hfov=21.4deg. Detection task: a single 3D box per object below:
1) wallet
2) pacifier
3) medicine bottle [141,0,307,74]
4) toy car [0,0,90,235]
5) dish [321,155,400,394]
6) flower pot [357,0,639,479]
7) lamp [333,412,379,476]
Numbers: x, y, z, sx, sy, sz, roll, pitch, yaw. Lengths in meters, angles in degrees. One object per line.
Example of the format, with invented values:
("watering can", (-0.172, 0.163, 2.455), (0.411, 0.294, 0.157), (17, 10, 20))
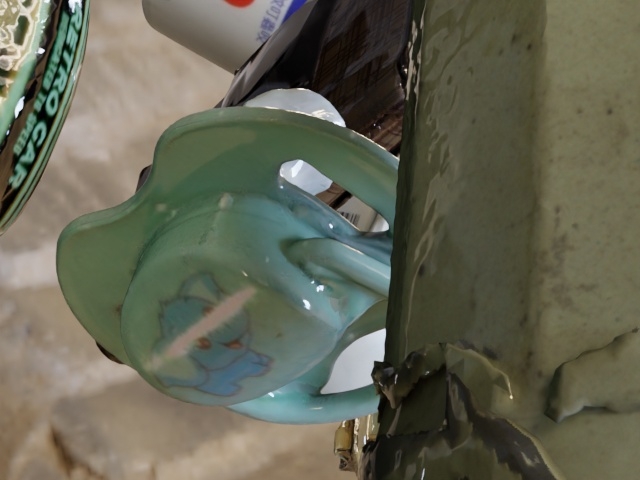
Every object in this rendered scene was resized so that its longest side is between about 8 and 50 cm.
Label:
("wallet", (-0.020, -0.043, 0.731), (0.230, 0.042, 0.124), (-43, -151, 41))
("pacifier", (-0.013, -0.002, 0.568), (0.150, 0.127, 0.116), (-48, -164, 44))
("medicine bottle", (0.051, -0.123, 1.153), (0.341, 0.130, 0.130), (31, -157, 14))
("toy car", (-0.162, -0.041, 0.614), (0.125, 0.306, 0.136), (20, 169, -2))
("dish", (0.000, 0.000, 0.966), (0.190, 0.191, 0.066), (-11, 145, 8))
("flower pot", (0.095, -0.012, 0.390), (0.212, 0.202, 0.212), (-2, 165, -1))
("lamp", (0.175, 0.124, 1.175), (0.325, 0.089, 0.090), (2, 162, 6))
